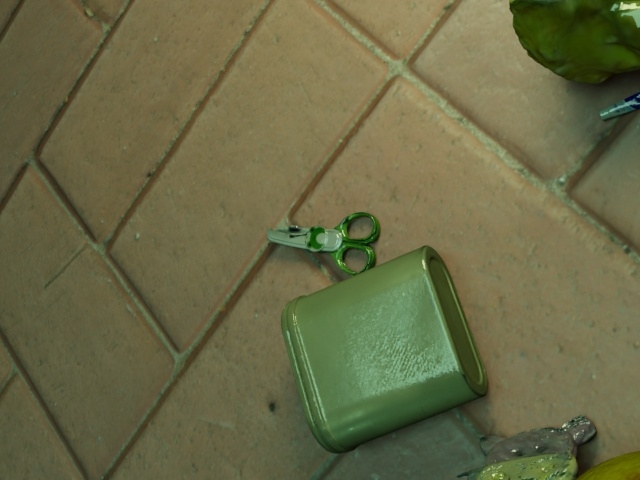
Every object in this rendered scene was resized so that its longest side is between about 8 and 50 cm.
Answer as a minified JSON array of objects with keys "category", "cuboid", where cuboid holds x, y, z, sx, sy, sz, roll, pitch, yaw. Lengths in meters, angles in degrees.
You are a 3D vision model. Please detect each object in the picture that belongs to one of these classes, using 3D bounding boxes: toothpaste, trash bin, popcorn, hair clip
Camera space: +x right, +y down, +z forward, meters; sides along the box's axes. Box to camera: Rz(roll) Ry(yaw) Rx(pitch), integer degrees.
[{"category":"toothpaste","cuboid":[0.412,-0.182,1.073,0.083,0.015,0.024,-21,79,24]},{"category":"trash bin","cuboid":[0.088,0.155,1.173,0.248,0.121,0.243,-27,68,24]},{"category":"popcorn","cuboid":[0.374,-0.327,0.996,0.277,0.276,0.225,5,51,34]},{"category":"hair clip","cuboid":[0.253,0.293,1.034,0.187,0.146,0.056,-33,99,32]}]

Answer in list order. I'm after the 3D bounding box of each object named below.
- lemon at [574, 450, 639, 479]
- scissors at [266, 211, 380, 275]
[{"category":"lemon","cuboid":[0.364,0.356,0.876,0.267,0.267,0.267,-6,79,33]},{"category":"scissors","cuboid":[0.000,0.000,1.308,0.205,0.027,0.101,5,82,32]}]
